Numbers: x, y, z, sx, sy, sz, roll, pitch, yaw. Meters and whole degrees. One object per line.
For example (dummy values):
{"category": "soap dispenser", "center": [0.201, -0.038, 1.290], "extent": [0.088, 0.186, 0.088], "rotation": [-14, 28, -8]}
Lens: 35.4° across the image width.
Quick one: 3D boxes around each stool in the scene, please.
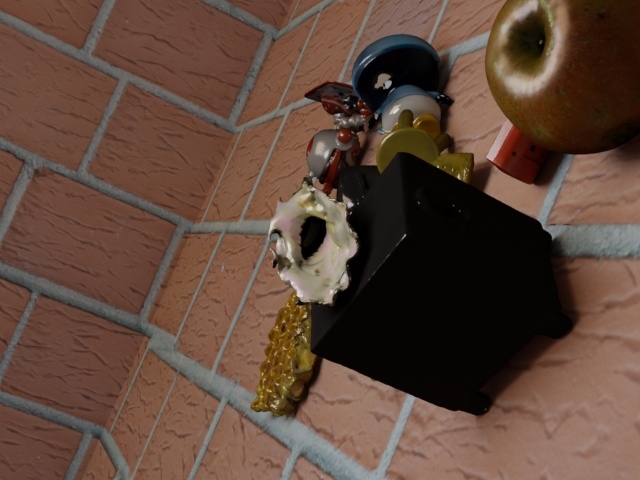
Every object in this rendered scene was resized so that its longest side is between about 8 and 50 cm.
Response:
{"category": "stool", "center": [0.159, -0.155, 1.744], "extent": [0.110, 0.134, 0.135], "rotation": [-61, -42, -69]}

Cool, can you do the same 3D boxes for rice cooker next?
{"category": "rice cooker", "center": [0.088, -0.059, 1.793], "extent": [0.203, 0.118, 0.142], "rotation": [-97, 0, -61]}

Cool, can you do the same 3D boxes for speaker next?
{"category": "speaker", "center": [0.149, 0.058, 1.264], "extent": [0.232, 0.254, 0.184], "rotation": [-53, 21, 34]}

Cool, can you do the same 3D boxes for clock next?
{"category": "clock", "center": [0.302, -0.156, 1.386], "extent": [0.061, 0.113, 0.155], "rotation": [35, 102, 32]}

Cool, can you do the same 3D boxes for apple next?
{"category": "apple", "center": [0.324, -0.223, 1.220], "extent": [0.237, 0.207, 0.237], "rotation": [-24, 59, 50]}

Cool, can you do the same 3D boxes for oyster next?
{"category": "oyster", "center": [-0.003, 0.009, 1.253], "extent": [0.133, 0.072, 0.209], "rotation": [-58, 39, 5]}

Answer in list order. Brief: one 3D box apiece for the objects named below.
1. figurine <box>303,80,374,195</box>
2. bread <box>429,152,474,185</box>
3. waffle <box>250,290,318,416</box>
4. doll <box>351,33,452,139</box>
{"category": "figurine", "center": [0.036, -0.206, 2.180], "extent": [0.183, 0.160, 0.226], "rotation": [170, 114, -70]}
{"category": "bread", "center": [0.173, -0.034, 1.607], "extent": [0.161, 0.088, 0.233], "rotation": [-5, 63, 67]}
{"category": "waffle", "center": [-0.052, 0.210, 1.974], "extent": [0.309, 0.065, 0.283], "rotation": [-67, 15, 6]}
{"category": "doll", "center": [0.153, -0.293, 1.922], "extent": [0.177, 0.141, 0.314], "rotation": [-16, 44, 6]}
